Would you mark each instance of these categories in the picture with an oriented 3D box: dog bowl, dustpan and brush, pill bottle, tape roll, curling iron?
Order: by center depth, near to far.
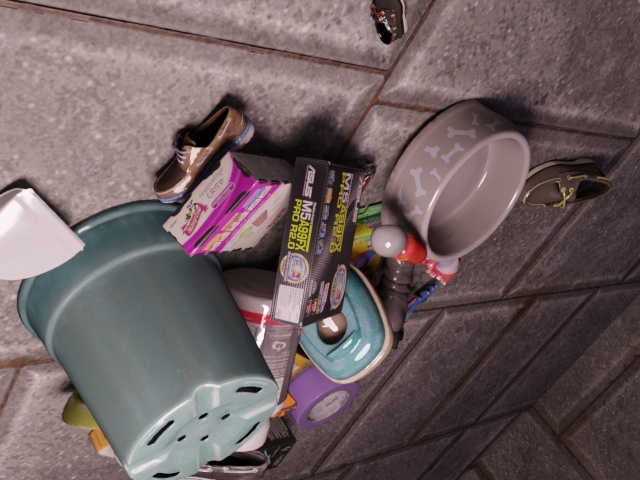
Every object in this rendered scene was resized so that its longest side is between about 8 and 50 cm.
[{"bbox_3d":[-0.462,0.020,1.133,0.211,0.060,0.147,-40,138,-8],"label":"dustpan and brush"},{"bbox_3d":[-0.137,0.225,1.512,0.176,0.176,0.318,-3,112,-44],"label":"pill bottle"},{"bbox_3d":[0.021,-0.054,1.541,0.068,0.035,0.274,13,129,-32],"label":"curling iron"},{"bbox_3d":[0.284,-0.107,1.620,0.349,0.102,0.348,-29,142,-26],"label":"dog bowl"},{"bbox_3d":[0.001,0.398,2.079,0.189,0.080,0.189,-25,147,-18],"label":"tape roll"}]

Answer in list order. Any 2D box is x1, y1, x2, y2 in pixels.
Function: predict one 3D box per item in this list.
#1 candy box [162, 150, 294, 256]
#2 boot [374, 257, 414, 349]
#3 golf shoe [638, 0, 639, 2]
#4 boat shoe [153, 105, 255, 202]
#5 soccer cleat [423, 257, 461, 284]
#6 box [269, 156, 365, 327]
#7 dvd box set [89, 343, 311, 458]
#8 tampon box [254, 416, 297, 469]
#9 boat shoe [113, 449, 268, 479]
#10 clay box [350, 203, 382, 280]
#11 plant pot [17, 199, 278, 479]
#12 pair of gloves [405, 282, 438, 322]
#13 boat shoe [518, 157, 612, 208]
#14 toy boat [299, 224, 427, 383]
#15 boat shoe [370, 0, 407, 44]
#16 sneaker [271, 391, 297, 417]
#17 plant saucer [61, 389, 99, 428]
[{"bbox_3d":[-0.126,-0.058,1.277,0.159,0.071,0.233,-46,168,14],"label":"candy box"},{"bbox_3d":[0.161,0.108,1.786,0.338,0.118,0.222,-122,-133,-87],"label":"boot"},{"bbox_3d":[0.654,-0.532,1.516,0.086,0.069,0.176,15,121,-46],"label":"golf shoe"},{"bbox_3d":[-0.187,-0.134,1.199,0.183,0.066,0.066,-43,138,2],"label":"boat shoe"},{"bbox_3d":[0.270,0.025,1.868,0.095,0.083,0.248,-55,149,-5],"label":"soccer cleat"},{"bbox_3d":[0.000,0.000,1.363,0.216,0.060,0.269,-2,103,-71],"label":"box"},{"bbox_3d":[-0.251,0.339,1.759,0.420,0.062,0.307,-40,149,5],"label":"dvd box set"},{"bbox_3d":[-0.167,0.520,2.047,0.161,0.101,0.120,-1,134,-46],"label":"tampon box"},{"bbox_3d":[-0.256,0.432,1.621,0.306,0.113,0.104,20,121,-8],"label":"boat shoe"},{"bbox_3d":[0.071,0.024,1.674,0.128,0.053,0.222,-16,144,-32],"label":"clay box"},{"bbox_3d":[-0.253,0.174,1.272,0.341,0.334,0.341,-26,148,-18],"label":"plant pot"},{"bbox_3d":[0.217,0.181,2.015,0.198,0.023,0.159,-28,157,-49],"label":"pair of gloves"},{"bbox_3d":[0.593,-0.131,1.961,0.305,0.091,0.109,-13,142,-34],"label":"boat shoe"},{"bbox_3d":[0.063,0.095,1.524,0.318,0.267,0.148,-47,146,14],"label":"toy boat"},{"bbox_3d":[0.099,-0.345,1.212,0.042,0.049,0.133,-43,154,-6],"label":"boat shoe"},{"bbox_3d":[-0.142,0.396,1.762,0.180,0.124,0.321,-19,145,-25],"label":"sneaker"},{"bbox_3d":[-0.350,0.273,1.462,0.241,0.241,0.037,-17,104,-31],"label":"plant saucer"}]
